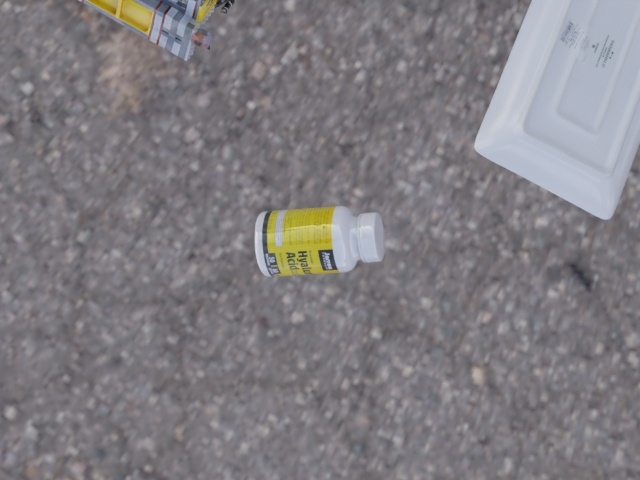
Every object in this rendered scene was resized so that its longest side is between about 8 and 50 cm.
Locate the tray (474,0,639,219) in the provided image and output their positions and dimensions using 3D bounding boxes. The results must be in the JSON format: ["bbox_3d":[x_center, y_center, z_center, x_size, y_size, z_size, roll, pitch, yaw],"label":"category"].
[{"bbox_3d":[0.248,-0.168,1.341,0.145,0.270,0.030,26,164,-11],"label":"tray"}]

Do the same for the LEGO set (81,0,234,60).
[{"bbox_3d":[-0.109,-0.334,1.402,0.192,0.331,0.255,30,139,2],"label":"LEGO set"}]

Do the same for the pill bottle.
[{"bbox_3d":[0.000,0.000,1.437,0.116,0.065,0.065,-5,123,14],"label":"pill bottle"}]
